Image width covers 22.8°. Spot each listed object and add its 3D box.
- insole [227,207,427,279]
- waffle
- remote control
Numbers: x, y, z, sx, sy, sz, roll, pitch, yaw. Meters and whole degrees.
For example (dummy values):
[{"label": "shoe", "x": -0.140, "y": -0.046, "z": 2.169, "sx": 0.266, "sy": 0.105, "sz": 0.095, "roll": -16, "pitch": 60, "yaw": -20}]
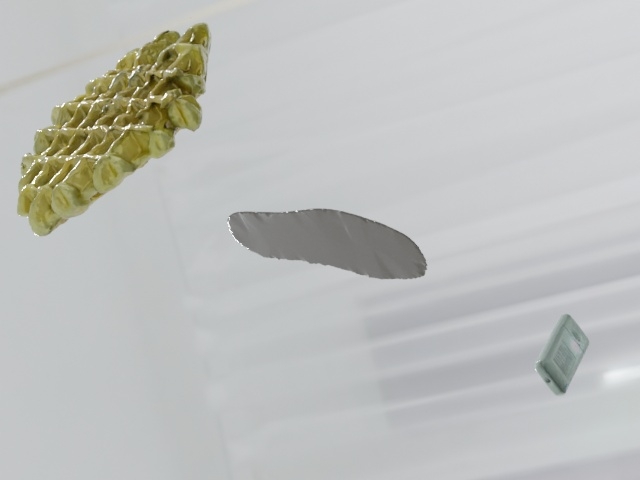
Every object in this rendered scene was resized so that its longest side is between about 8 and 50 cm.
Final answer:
[{"label": "insole", "x": 0.000, "y": 0.000, "z": 1.923, "sx": 0.007, "sy": 0.328, "sz": 0.111, "roll": -50, "pitch": -55, "yaw": -30}, {"label": "waffle", "x": -0.207, "y": -0.117, "z": 1.592, "sx": 0.056, "sy": 0.250, "sz": 0.261, "roll": 45, "pitch": -156, "yaw": -28}, {"label": "remote control", "x": 0.284, "y": 0.133, "z": 1.854, "sx": 0.053, "sy": 0.018, "sz": 0.124, "roll": 51, "pitch": -144, "yaw": -9}]
